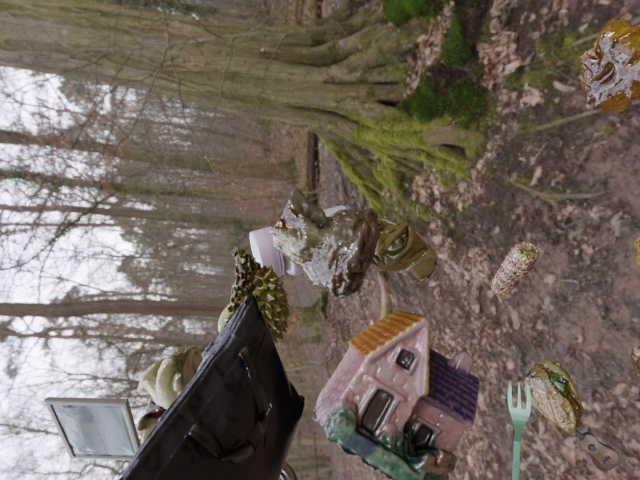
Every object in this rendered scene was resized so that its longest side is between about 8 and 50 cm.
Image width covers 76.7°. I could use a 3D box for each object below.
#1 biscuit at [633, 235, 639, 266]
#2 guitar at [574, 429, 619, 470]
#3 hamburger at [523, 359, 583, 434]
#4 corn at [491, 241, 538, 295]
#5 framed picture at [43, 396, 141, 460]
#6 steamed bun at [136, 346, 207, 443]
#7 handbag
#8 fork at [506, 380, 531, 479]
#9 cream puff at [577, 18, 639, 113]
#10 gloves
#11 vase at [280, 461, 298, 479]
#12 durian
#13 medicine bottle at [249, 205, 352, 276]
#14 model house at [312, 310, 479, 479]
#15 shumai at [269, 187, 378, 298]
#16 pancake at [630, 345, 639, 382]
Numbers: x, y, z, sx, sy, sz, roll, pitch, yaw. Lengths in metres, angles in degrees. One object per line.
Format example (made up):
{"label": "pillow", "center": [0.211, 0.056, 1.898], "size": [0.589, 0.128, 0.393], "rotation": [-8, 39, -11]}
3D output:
{"label": "biscuit", "center": [0.642, -0.030, 0.686], "size": [0.184, 0.035, 0.248], "rotation": [-70, -3, -51]}
{"label": "guitar", "center": [0.872, 0.656, 1.377], "size": [0.083, 0.271, 0.038], "rotation": [-51, -16, 12]}
{"label": "hamburger", "center": [0.709, 0.475, 1.241], "size": [0.206, 0.130, 0.183], "rotation": [-28, -82, -78]}
{"label": "corn", "center": [0.718, 0.114, 1.510], "size": [0.289, 0.099, 0.098], "rotation": [90, -174, -51]}
{"label": "framed picture", "center": [-0.625, 0.535, 1.137], "size": [0.016, 0.214, 0.288], "rotation": [-93, 9, -56]}
{"label": "steamed bun", "center": [-0.365, 0.414, 1.046], "size": [0.428, 0.190, 0.246], "rotation": [107, 140, -80]}
{"label": "handbag", "center": [-0.097, 0.217, 0.462], "size": [0.254, 0.089, 0.210], "rotation": [-58, -44, -51]}
{"label": "fork", "center": [0.314, 0.342, 0.650], "size": [0.021, 0.039, 0.235], "rotation": [53, -135, -34]}
{"label": "cream puff", "center": [0.890, -0.519, 1.202], "size": [0.268, 0.155, 0.241], "rotation": [66, 166, -10]}
{"label": "gloves", "center": [0.171, 0.013, 1.093], "size": [0.154, 0.331, 0.141], "rotation": [-14, 58, 54]}
{"label": "vase", "center": [-0.174, 0.755, 1.123], "size": [0.329, 0.303, 0.240], "rotation": [-54, -14, -56]}
{"label": "durian", "center": [-0.171, 0.167, 0.998], "size": [0.166, 0.172, 0.305], "rotation": [-137, 47, -57]}
{"label": "medicine bottle", "center": [-0.052, 0.008, 1.488], "size": [0.213, 0.379, 0.213], "rotation": [166, 90, -73]}
{"label": "model house", "center": [0.148, 0.253, 0.688], "size": [0.237, 0.237, 0.202], "rotation": [-59, -5, -9]}
{"label": "shumai", "center": [0.000, 0.000, 0.713], "size": [0.206, 0.176, 0.166], "rotation": [-90, 20, -78]}
{"label": "pancake", "center": [0.823, 0.348, 0.985], "size": [0.199, 0.021, 0.199], "rotation": [-18, -90, -80]}
